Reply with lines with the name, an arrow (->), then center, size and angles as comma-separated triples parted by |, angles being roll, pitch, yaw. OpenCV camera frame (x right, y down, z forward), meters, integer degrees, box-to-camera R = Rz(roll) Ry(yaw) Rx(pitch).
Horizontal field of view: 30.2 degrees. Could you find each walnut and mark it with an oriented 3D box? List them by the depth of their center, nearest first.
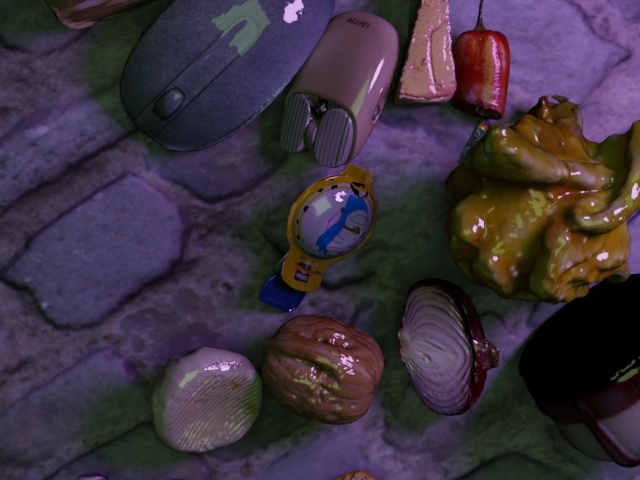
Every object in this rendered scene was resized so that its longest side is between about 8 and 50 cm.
walnut -> -0.001, 0.186, 1.743 | 0.184, 0.155, 0.155 | 19, 91, 2

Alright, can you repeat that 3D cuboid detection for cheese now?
cheese -> 0.000, 0.000, 1.768 | 0.156, 0.064, 0.250 | 23, 106, -36

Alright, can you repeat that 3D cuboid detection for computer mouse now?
computer mouse -> -0.138, -0.283, 1.726 | 0.203, 0.114, 0.374 | 43, 99, -13
computer mouse -> 0.029, -0.226, 1.746 | 0.145, 0.082, 0.237 | 26, 91, 28

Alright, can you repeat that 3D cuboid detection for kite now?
kite -> 0.254, -0.132, 1.805 | 0.090, 0.004, 0.122 | -22, 94, 2

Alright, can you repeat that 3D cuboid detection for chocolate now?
chocolate -> 0.443, 0.195, 1.706 | 0.283, 0.283, 0.186 | -40, 107, 1

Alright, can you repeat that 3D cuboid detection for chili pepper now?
chili pepper -> 0.239, -0.277, 1.761 | 0.086, 0.084, 0.192 | 4, 95, 2

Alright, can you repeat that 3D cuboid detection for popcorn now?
popcorn -> 0.329, -0.049, 1.652 | 0.325, 0.321, 0.290 | -22, 93, 19

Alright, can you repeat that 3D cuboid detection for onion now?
onion -> 0.202, 0.154, 1.763 | 0.151, 0.098, 0.206 | 1, 99, 25

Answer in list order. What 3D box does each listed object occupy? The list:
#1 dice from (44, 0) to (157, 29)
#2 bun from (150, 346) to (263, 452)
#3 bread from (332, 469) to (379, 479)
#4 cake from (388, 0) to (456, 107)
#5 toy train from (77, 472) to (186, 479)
dice -> -0.303, -0.447, 1.684 | 0.238, 0.233, 0.227 | -23, 90, 0
bun -> -0.174, 0.227, 1.761 | 0.183, 0.102, 0.183 | -14, 128, -18
bread -> 0.020, 0.465, 1.764 | 0.245, 0.121, 0.174 | -38, 99, -2
cake -> 0.169, -0.305, 1.749 | 0.090, 0.109, 0.225 | 12, 92, -1
toy train -> -0.287, 0.497, 1.760 | 0.201, 0.131, 0.300 | 0, 92, -2
